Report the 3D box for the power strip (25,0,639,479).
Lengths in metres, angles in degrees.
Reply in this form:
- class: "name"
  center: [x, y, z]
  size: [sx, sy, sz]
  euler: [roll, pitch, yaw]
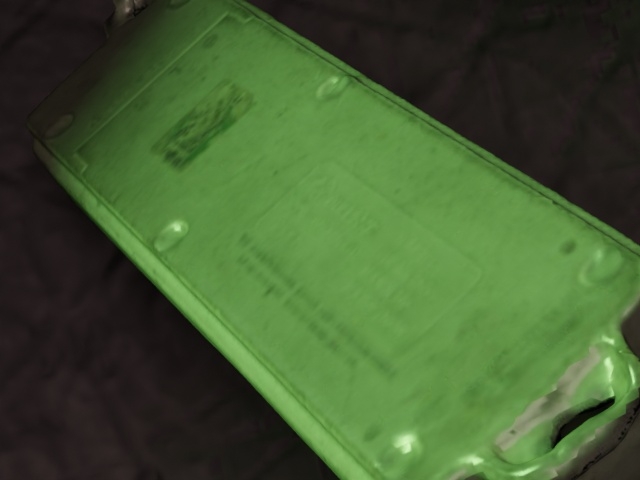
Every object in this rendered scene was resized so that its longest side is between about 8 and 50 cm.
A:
- class: "power strip"
  center: [0.000, 0.000, 0.430]
  size: [0.078, 0.272, 0.052]
  euler: [-44, 126, -5]
